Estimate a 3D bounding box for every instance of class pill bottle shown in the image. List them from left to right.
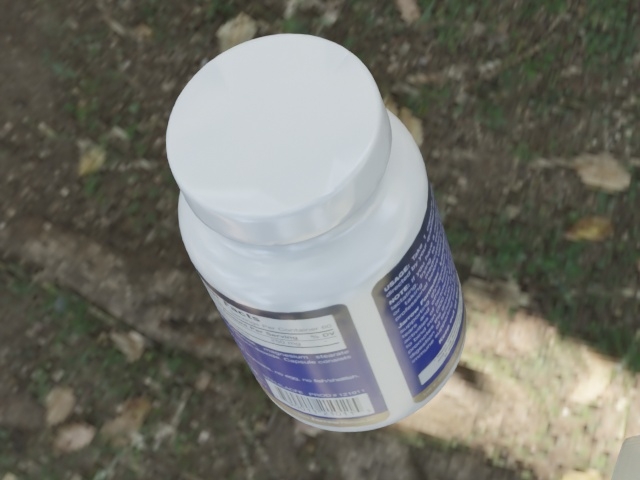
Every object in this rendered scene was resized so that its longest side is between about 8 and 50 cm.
[{"bbox_3d":[0.000,0.000,1.068,0.153,0.153,0.265,3,151,15],"label":"pill bottle"}]

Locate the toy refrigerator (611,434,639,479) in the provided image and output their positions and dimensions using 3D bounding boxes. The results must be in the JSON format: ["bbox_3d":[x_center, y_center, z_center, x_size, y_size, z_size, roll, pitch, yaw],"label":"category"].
[{"bbox_3d":[0.332,0.246,1.258,0.269,0.102,0.094,36,149,-21],"label":"toy refrigerator"}]
